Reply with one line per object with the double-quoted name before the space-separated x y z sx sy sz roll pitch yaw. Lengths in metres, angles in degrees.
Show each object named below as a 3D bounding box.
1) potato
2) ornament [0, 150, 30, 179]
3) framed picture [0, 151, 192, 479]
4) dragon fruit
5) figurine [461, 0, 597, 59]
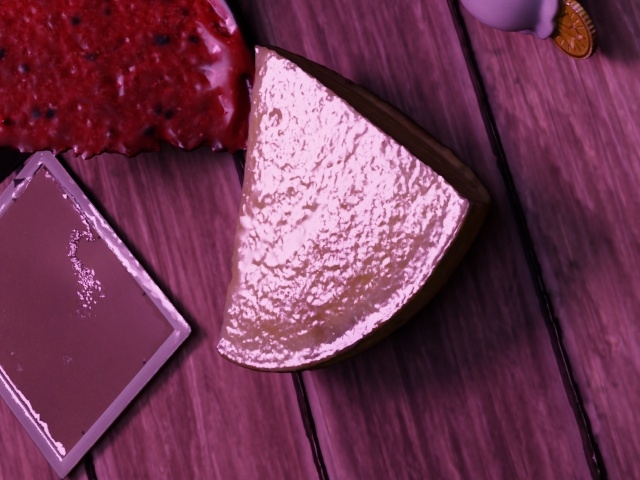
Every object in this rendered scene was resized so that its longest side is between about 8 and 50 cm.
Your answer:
"potato" 0.000 0.000 1.455 0.269 0.112 0.255 41 107 29
"ornament" -0.394 -0.173 1.681 0.153 0.166 0.196 -40 53 18
"framed picture" -0.267 0.069 1.643 0.216 0.016 0.273 -48 65 17
"dragon fruit" -0.226 -0.204 1.550 0.343 0.100 0.282 1 87 -10
"figurine" 0.129 -0.248 1.397 0.143 0.143 0.271 -41 66 19
